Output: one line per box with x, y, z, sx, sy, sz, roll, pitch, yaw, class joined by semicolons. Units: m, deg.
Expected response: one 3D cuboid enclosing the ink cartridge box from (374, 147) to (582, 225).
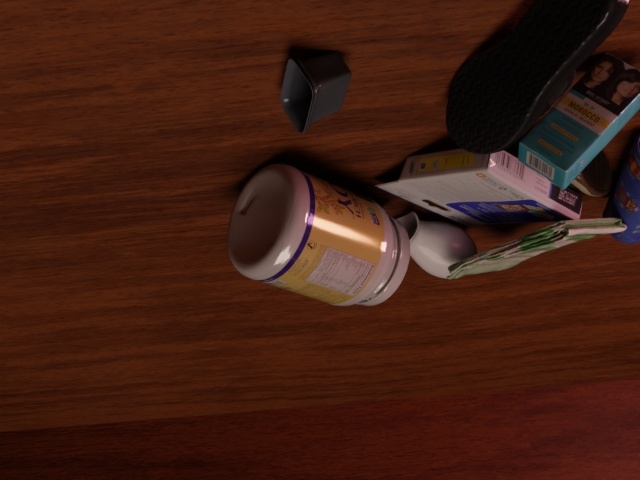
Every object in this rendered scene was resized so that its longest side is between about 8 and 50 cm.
0.325;-0.106;1.891;0.303;0.072;0.307;20;168;-38;ink cartridge box

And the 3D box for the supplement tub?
0.000;0.000;1.903;0.331;0.241;0.241;20;144;-37;supplement tub

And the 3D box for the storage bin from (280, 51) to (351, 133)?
-0.008;-0.266;1.581;0.091;0.098;0.135;-24;158;-23;storage bin

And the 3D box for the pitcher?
0.240;0.009;2.097;0.207;0.126;0.177;23;169;-31;pitcher

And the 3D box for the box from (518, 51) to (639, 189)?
0.454;-0.207;1.572;0.244;0.100;0.060;-45;154;-15;box

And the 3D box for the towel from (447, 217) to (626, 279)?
0.459;0.018;1.963;0.247;0.038;0.324;-5;165;-43;towel

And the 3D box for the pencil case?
0.677;-0.115;1.896;0.133;0.119;0.306;-31;155;-14;pencil case

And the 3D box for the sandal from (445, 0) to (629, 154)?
0.362;-0.284;1.513;0.107;0.168;0.446;-7;157;-32;sandal

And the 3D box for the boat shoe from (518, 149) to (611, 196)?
0.493;-0.156;1.851;0.095;0.095;0.257;2;164;46;boat shoe
